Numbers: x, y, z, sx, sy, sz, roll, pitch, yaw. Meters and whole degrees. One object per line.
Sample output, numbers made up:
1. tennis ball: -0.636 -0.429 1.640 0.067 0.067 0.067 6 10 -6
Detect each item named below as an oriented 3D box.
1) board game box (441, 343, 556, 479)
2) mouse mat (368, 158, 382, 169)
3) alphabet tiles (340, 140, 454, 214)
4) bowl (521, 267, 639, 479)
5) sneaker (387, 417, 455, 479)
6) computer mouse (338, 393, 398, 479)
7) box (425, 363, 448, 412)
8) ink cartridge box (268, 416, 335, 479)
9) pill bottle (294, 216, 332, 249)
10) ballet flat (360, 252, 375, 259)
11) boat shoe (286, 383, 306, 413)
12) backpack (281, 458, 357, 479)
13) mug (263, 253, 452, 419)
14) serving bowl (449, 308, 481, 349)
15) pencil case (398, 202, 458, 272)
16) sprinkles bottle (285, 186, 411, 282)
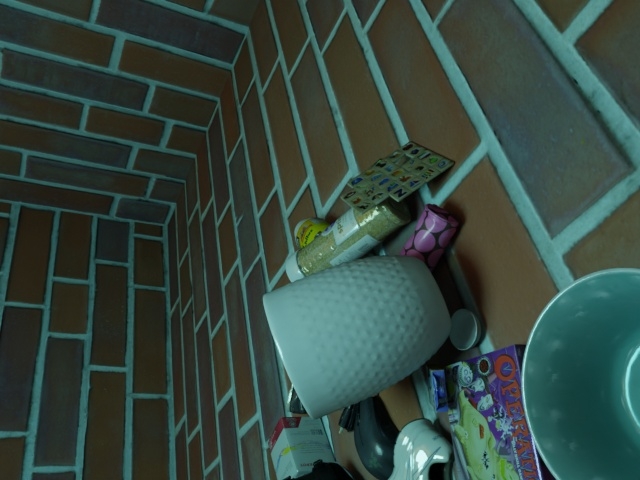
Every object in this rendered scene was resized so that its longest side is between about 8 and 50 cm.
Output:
1. board game box: 0.324 0.382 1.037 0.208 0.056 0.347 -36 51 49
2. mouse mat: 0.140 -0.113 1.584 0.152 0.007 0.190 -40 47 52
3. alphabet tiles: 0.168 -0.147 1.360 0.237 0.009 0.198 -34 32 -6
4. bowl: 0.435 0.198 0.745 0.311 0.163 0.312 -27 59 57
5. sneaker: 0.195 0.525 1.182 0.129 0.111 0.297 26 107 56
6. computer mouse: 0.114 0.468 1.387 0.272 0.072 0.189 54 128 54
7. box: 0.237 0.298 1.165 0.136 0.028 0.081 67 -162 -83
8. ink cartridge box: -0.053 0.604 1.606 0.127 0.128 0.176 -65 31 29
9. pill bottle: 0.000 0.000 1.698 0.215 0.117 0.117 31 110 61
10. ballet flat: 0.075 0.098 1.562 0.213 0.072 0.068 -42 8 48
11. boat shoe: -0.049 0.428 1.752 0.064 0.075 0.206 12 87 20
12. backpack: 0.022 0.677 1.345 0.253 0.225 0.191 24 125 58
13. mug: 0.096 0.203 1.219 0.374 0.328 0.276 68 178 -49
14. serving bowl: 0.298 0.181 1.165 0.083 0.027 0.083 -27 59 57
15. pencil case: 0.227 0.016 1.292 0.098 0.095 0.209 -80 15 -61
16. sprinkles bottle: 0.065 0.002 1.471 0.355 0.121 0.121 -39 47 31
